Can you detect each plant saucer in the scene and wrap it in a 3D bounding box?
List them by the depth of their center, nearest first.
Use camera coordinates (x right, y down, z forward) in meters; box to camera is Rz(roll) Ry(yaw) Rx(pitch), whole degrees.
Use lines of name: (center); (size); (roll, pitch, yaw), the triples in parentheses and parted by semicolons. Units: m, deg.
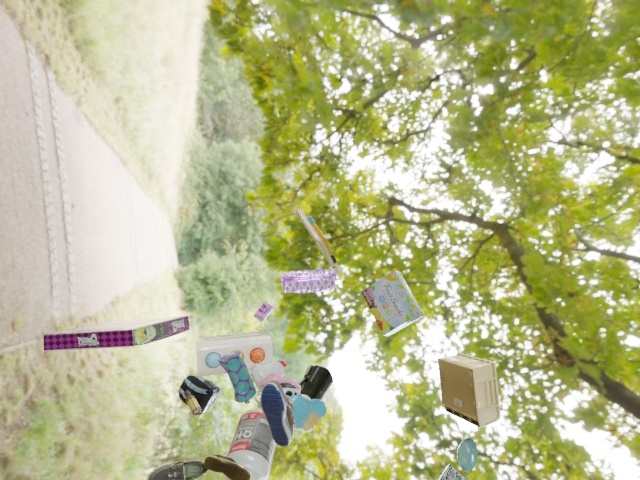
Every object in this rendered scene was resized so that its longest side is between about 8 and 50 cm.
plant saucer: (0.548, 0.803, 1.730); (0.021, 0.119, 0.119); (-11, -89, 51)

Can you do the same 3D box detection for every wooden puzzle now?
wooden puzzle: (0.000, 0.000, 1.834); (0.221, 0.044, 0.239); (57, 0, 44)

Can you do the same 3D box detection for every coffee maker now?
coffee maker: (-0.019, 0.625, 1.913); (0.178, 0.171, 0.120); (-50, 158, -41)

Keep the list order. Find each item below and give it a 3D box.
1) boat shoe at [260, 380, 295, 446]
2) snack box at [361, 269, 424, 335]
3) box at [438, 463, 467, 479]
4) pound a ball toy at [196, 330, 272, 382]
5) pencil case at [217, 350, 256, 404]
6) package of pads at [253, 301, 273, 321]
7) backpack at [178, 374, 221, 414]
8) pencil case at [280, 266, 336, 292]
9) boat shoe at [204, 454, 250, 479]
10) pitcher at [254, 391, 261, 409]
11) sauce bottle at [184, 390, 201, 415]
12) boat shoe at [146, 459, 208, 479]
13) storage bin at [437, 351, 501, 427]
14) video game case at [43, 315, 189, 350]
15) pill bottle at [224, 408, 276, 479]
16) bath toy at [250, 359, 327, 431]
boat shoe: (-0.103, 0.421, 1.153); (0.066, 0.066, 0.183); (-45, 132, -61)
snack box: (0.286, 0.251, 1.845); (0.070, 0.174, 0.207); (22, 38, -57)
box: (0.479, 0.867, 1.602); (0.137, 0.094, 0.027); (39, -41, 19)
pound a ball toy: (-0.294, 0.460, 1.713); (0.135, 0.319, 0.208); (-172, -99, -74)
pencil case: (-0.244, 0.405, 1.364); (0.064, 0.070, 0.152); (-2, -70, 66)
package of pads: (-0.246, 0.307, 1.982); (0.083, 0.050, 0.032); (-51, 169, -41)
backpack: (-0.607, 0.753, 2.287); (0.158, 0.173, 0.117); (-61, 164, 2)
pencil case: (-0.042, 0.146, 1.662); (0.088, 0.206, 0.086); (118, -34, -76)
boat shoe: (-0.283, 0.701, 1.431); (0.049, 0.152, 0.056); (-7, 119, -83)
pitcher: (-0.211, 0.797, 2.256); (0.178, 0.207, 0.126); (-123, -149, -54)
sauce bottle: (-0.555, 0.701, 1.993); (0.128, 0.042, 0.042); (40, -32, 47)
boat shoe: (-0.502, 0.826, 1.639); (0.223, 0.073, 0.080); (11, 57, -46)
storage bin: (0.666, 0.666, 2.078); (0.262, 0.123, 0.261); (171, -87, -69)
video game case: (-0.458, 0.211, 1.056); (0.210, 0.232, 0.042); (5, 79, -74)
pill bottle: (-0.270, 0.831, 1.789); (0.318, 0.176, 0.176); (-76, 158, -64)
bath toy: (-0.113, 0.489, 1.502); (0.348, 0.129, 0.152); (16, -49, 61)
